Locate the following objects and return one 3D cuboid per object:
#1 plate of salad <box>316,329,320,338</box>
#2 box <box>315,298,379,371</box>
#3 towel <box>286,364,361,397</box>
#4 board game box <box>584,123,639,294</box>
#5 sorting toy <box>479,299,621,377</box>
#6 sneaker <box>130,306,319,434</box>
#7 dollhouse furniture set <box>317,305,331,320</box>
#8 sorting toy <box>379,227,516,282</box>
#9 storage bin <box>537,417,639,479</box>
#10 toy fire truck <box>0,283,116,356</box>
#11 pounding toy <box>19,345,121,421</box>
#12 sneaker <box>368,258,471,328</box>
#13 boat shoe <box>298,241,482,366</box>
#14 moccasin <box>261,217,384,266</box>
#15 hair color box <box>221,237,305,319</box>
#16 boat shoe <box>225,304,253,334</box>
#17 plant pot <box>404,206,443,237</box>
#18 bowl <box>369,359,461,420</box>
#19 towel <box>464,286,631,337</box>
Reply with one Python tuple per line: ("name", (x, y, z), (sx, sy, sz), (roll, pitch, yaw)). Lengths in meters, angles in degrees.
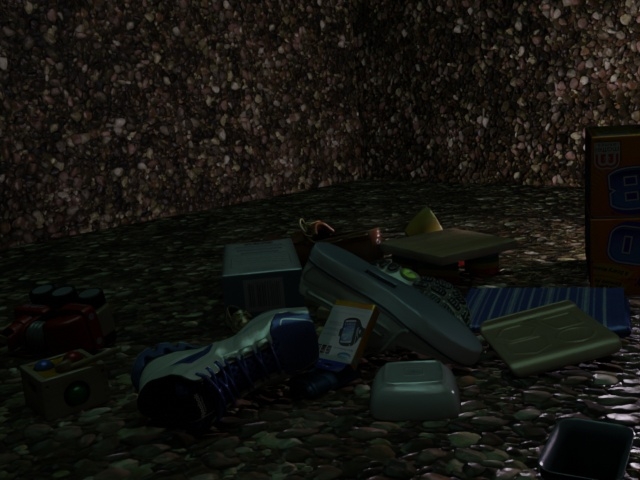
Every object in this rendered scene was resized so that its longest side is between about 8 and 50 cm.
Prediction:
("plate of salad", (-0.081, 0.189, 1.340), (0.200, 0.048, 0.200), (-5, -7, -1))
("box", (0.040, 0.168, 1.259), (0.081, 0.028, 0.136), (6, 57, 33))
("towel", (0.008, 0.232, 1.240), (0.120, 0.029, 0.067), (-13, 15, -40))
("board game box", (0.814, -0.089, 1.715), (0.357, 0.356, 0.356), (-1, 11, 18))
("sorting toy", (0.404, 0.177, 1.308), (0.193, 0.038, 0.208), (-15, 16, 0))
("sneaker", (-0.149, 0.220, 1.147), (0.316, 0.127, 0.182), (-16, 17, -3))
("dollhouse furniture set", (0.056, 0.142, 1.587), (0.114, 0.090, 0.081), (2, -3, 43))
("sorting toy", (0.333, 0.044, 1.919), (0.257, 0.089, 0.255), (-10, 13, -30))
("storage bin", (0.298, 0.266, 0.796), (0.098, 0.091, 0.135), (2, 13, 29))
("toy fire truck", (-0.579, 0.179, 1.491), (0.217, 0.158, 0.246), (2, 24, 28))
("pounding toy", (-0.419, 0.229, 1.237), (0.130, 0.100, 0.141), (-14, 14, -38))
("sneaker", (0.199, 0.132, 1.495), (0.107, 0.118, 0.279), (-39, 45, -20))
("boat shoe", (0.109, 0.156, 1.346), (0.367, 0.156, 0.136), (30, 18, 17))
("moccasin", (-0.002, 0.001, 2.118), (0.380, 0.146, 0.139), (3, 13, 33))
("hair color box", (-0.148, 0.088, 1.825), (0.186, 0.113, 0.374), (-5, 12, -5))
("boat shoe", (-0.173, 0.172, 1.578), (0.050, 0.045, 0.135), (-11, 13, -31))
("plant pot", (0.313, -0.023, 2.224), (0.095, 0.134, 0.134), (-29, 12, 1))
("bowl", (0.146, 0.229, 1.147), (0.142, 0.053, 0.142), (-4, 10, 8))
("towel", (0.458, 0.149, 1.504), (0.336, 0.040, 0.243), (-2, 14, 21))
